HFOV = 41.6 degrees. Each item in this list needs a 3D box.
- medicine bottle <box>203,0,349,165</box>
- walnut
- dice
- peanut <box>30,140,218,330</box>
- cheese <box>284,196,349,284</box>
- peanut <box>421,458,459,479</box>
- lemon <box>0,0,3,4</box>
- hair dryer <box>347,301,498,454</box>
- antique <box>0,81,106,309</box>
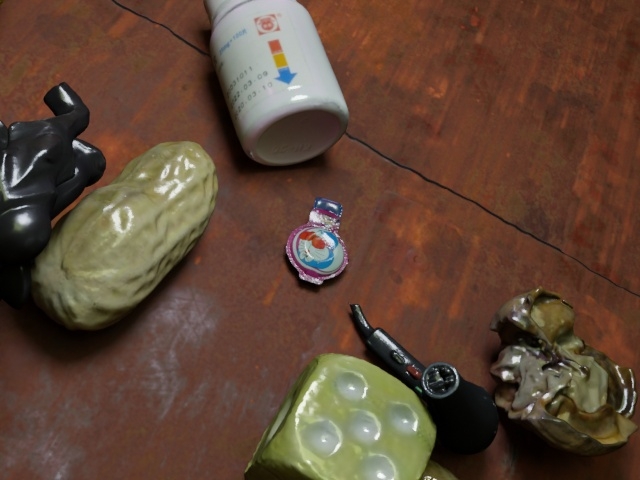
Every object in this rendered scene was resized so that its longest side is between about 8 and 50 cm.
[{"bbox_3d":[-0.077,-0.273,1.285,0.170,0.170,0.293,-8,65,-26],"label":"medicine bottle"},{"bbox_3d":[0.330,0.199,1.183,0.204,0.141,0.238,13,54,-27],"label":"walnut"},{"bbox_3d":[0.023,0.251,1.009,0.169,0.166,0.169,32,55,0],"label":"dice"},{"bbox_3d":[-0.239,-0.017,1.082,0.152,0.152,0.313,39,53,4],"label":"peanut"},{"bbox_3d":[0.000,0.000,1.231,0.095,0.038,0.145,19,56,-10],"label":"cheese"},{"bbox_3d":[0.155,0.357,1.052,0.089,0.089,0.192,-12,60,-27],"label":"peanut"},{"bbox_3d":[-0.562,-0.413,1.094,0.336,0.336,0.336,10,57,-16],"label":"lemon"},{"bbox_3d":[0.111,0.166,1.113,0.272,0.235,0.091,37,80,33],"label":"hair dryer"},{"bbox_3d":[-0.382,-0.018,0.911,0.185,0.322,0.255,47,18,-19],"label":"antique"}]
